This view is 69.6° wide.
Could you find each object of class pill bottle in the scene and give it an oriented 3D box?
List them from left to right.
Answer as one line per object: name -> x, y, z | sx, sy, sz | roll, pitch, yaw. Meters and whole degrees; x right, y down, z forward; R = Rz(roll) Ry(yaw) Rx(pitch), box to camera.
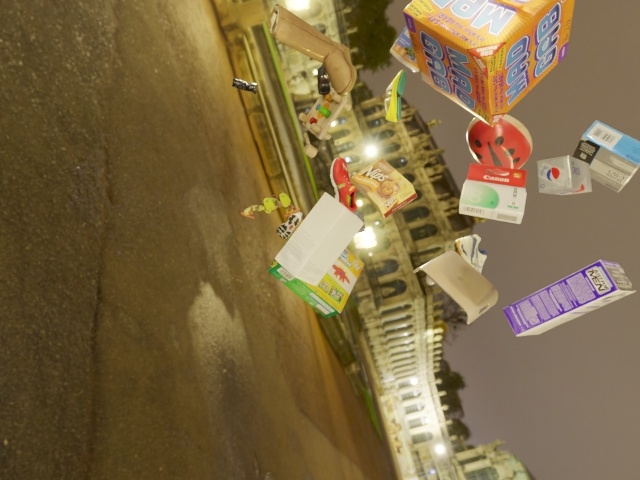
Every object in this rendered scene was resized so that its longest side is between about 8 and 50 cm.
pill bottle -> 0.421, -0.847, 1.880 | 0.152, 0.272, 0.152 | 28, 28, -16

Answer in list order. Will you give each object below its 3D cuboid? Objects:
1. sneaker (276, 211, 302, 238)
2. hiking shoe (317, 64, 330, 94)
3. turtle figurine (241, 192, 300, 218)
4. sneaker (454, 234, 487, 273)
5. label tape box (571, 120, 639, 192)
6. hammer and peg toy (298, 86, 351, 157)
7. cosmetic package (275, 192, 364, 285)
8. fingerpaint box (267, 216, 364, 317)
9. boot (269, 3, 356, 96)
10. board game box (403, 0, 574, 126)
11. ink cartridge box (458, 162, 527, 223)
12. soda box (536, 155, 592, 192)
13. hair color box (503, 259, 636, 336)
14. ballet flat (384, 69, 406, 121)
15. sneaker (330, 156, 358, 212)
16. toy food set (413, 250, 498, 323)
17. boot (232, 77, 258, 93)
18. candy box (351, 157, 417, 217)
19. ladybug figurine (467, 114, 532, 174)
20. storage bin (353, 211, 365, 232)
sneaker -> -0.137, -0.071, 2.148 | 0.068, 0.170, 0.071 | 49, 32, -2
hiking shoe -> 0.019, -0.837, 2.284 | 0.227, 0.086, 0.114 | 115, -37, -58
turtle figurine -> -0.197, -0.153, 1.973 | 0.217, 0.269, 0.087 | 163, -77, -71
sneaker -> 0.743, 0.110, 2.198 | 0.112, 0.130, 0.297 | -99, 165, -64
label tape box -> 1.259, -0.339, 2.052 | 0.249, 0.115, 0.348 | 39, -12, 25
hammer and peg toy -> -0.015, -0.641, 2.451 | 0.127, 0.361, 0.266 | 27, 17, -35
cosmetic package -> 0.000, 0.000, 2.100 | 0.156, 0.385, 0.217 | 38, 1, 32
fingerpaint box -> -0.018, 0.150, 2.595 | 0.444, 0.163, 0.371 | 40, 54, -15
boot -> -0.028, -0.577, 1.414 | 0.269, 0.089, 0.236 | 18, 45, -32
board game box -> 0.552, -0.683, 1.518 | 0.356, 0.356, 0.356 | 48, 3, 29
ink cartridge box -> 0.533, -0.163, 1.407 | 0.056, 0.180, 0.225 | 75, 32, -54
soda box -> 0.757, -0.195, 1.422 | 0.286, 0.091, 0.098 | -3, 88, -50
hair color box -> 0.783, 0.190, 1.466 | 0.185, 0.339, 0.110 | 7, 55, -42
ballet flat -> 0.327, -0.643, 2.049 | 0.077, 0.077, 0.231 | 7, 90, -63
sneaker -> 0.129, -0.266, 2.224 | 0.118, 0.107, 0.279 | 8, -64, 48
toy food set -> 0.559, 0.186, 1.906 | 0.306, 0.219, 0.092 | 47, -40, 26
boot -> -0.314, -0.643, 1.919 | 0.121, 0.099, 0.045 | -98, -160, -74
candy box -> 0.298, -0.257, 2.194 | 0.088, 0.182, 0.316 | 58, 0, -38
ladybug figurine -> 0.907, -0.478, 2.357 | 0.449, 0.305, 0.162 | 37, 63, -43
storage bin -> 0.202, -0.103, 2.617 | 0.098, 0.091, 0.135 | 51, 31, -70
